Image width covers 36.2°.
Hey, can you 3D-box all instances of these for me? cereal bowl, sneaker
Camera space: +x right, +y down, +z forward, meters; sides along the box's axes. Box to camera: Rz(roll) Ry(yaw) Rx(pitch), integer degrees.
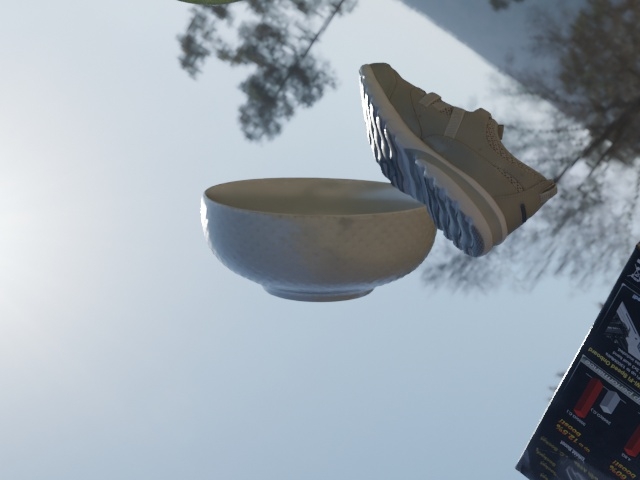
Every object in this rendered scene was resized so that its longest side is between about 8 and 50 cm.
[{"bbox_3d":[0.000,0.000,1.386,0.339,0.141,0.339,0,-168,0],"label":"cereal bowl"},{"bbox_3d":[0.131,-0.097,1.015,0.281,0.115,0.105,55,166,37],"label":"sneaker"}]

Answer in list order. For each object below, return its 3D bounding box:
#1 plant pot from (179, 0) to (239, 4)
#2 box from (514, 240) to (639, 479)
[{"bbox_3d":[-0.049,-0.367,0.923,0.276,0.276,0.254,38,-154,11],"label":"plant pot"},{"bbox_3d":[0.301,0.154,0.624,0.307,0.242,0.076,36,-133,23],"label":"box"}]
